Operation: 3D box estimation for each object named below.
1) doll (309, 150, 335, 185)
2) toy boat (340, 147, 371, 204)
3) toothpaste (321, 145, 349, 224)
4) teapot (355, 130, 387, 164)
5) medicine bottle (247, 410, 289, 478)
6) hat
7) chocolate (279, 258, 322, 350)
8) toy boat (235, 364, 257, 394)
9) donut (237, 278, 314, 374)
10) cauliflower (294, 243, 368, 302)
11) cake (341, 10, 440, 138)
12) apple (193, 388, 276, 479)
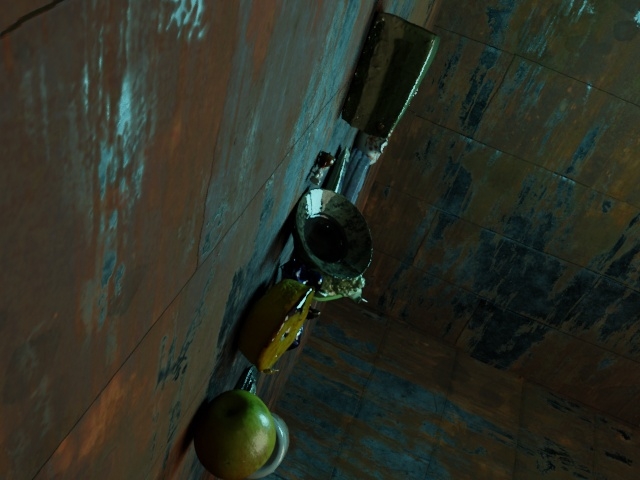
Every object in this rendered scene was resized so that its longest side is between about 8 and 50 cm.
[{"bbox_3d":[0.002,-0.177,1.547,0.058,0.040,0.085,-58,-178,42],"label":"doll"},{"bbox_3d":[0.088,-0.173,2.122,0.127,0.078,0.283,-50,164,-59],"label":"toy boat"},{"bbox_3d":[0.010,-0.084,1.849,0.099,0.061,0.392,38,74,-81],"label":"toothpaste"},{"bbox_3d":[0.181,-0.335,2.164,0.245,0.116,0.159,-45,146,-68],"label":"teapot"},{"bbox_3d":[-0.209,0.677,2.165,0.371,0.211,0.211,88,27,-76],"label":"medicine bottle"},{"bbox_3d":[0.000,0.000,1.611,0.128,0.265,0.265,-29,-158,42],"label":"hat"},{"bbox_3d":[-0.064,0.164,1.777,0.126,0.148,0.343,-60,174,-47],"label":"chocolate"},{"bbox_3d":[-0.215,0.422,1.880,0.055,0.060,0.141,71,31,-44],"label":"toy boat"},{"bbox_3d":[-0.102,0.207,1.587,0.253,0.118,0.253,-49,162,-22],"label":"donut"},{"bbox_3d":[0.043,0.111,1.980,0.256,0.239,0.315,-41,136,14],"label":"cauliflower"},{"bbox_3d":[0.160,-0.401,1.533,0.283,0.158,0.172,-63,173,-1],"label":"cake"},{"bbox_3d":[-0.198,0.446,1.487,0.196,0.196,0.196,24,90,-84],"label":"apple"}]
